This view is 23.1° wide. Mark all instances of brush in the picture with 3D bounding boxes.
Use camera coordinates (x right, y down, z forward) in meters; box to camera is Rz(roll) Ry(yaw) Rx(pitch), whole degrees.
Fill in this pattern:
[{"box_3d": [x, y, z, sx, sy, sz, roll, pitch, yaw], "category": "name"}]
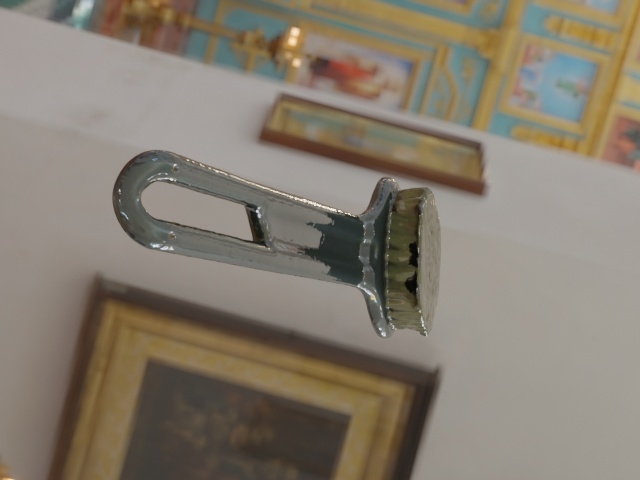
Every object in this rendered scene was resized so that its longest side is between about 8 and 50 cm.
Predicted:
[{"box_3d": [0.000, 0.000, 0.500, 0.266, 0.027, 0.062, 12, 79, -72], "category": "brush"}]
